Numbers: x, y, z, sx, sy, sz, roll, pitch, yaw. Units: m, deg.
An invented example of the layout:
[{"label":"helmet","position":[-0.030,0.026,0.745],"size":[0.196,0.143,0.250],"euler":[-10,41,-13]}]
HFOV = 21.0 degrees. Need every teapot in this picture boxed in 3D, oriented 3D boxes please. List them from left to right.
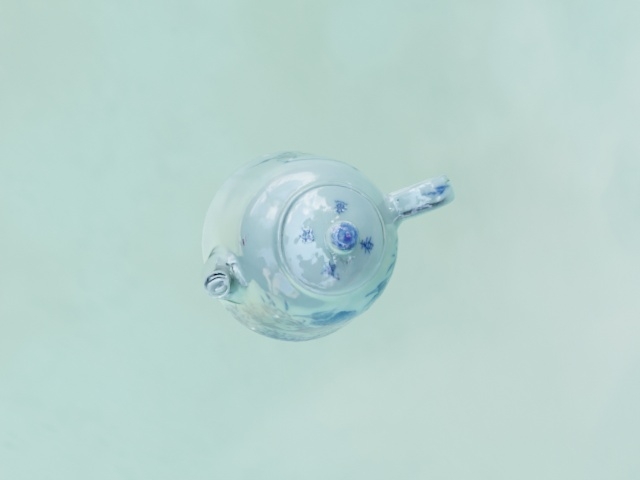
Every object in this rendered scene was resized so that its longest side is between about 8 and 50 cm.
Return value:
[{"label":"teapot","position":[0.000,0.000,1.372],"size":[0.232,0.159,0.159],"euler":[-23,69,-19]}]
